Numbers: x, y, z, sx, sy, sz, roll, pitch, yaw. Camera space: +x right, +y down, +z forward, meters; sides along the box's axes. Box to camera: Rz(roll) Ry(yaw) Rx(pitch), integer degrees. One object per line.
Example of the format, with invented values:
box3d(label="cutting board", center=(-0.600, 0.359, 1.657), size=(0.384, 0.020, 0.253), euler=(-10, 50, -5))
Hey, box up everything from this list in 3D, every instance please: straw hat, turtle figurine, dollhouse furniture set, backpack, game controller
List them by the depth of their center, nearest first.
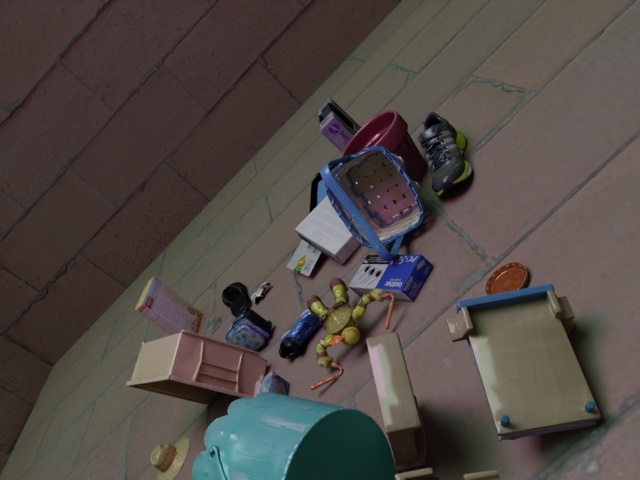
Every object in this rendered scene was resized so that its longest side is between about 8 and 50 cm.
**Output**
box3d(label="dollhouse furniture set", center=(0.245, 0.252, 0.781), size=(0.304, 0.198, 0.286), euler=(-13, 53, 5))
box3d(label="turtle figurine", center=(0.032, 0.181, 1.221), size=(0.269, 0.087, 0.217), euler=(-52, 27, 7))
box3d(label="straw hat", center=(-0.416, 0.577, 1.470), size=(0.144, 0.061, 0.144), euler=(-40, 23, 21))
box3d(label="backpack", center=(-0.208, 0.263, 1.550), size=(0.114, 0.105, 0.084), euler=(-41, 21, 30))
box3d(label="game controller", center=(0.038, -0.176, 1.879), size=(0.166, 0.067, 0.319), euler=(-39, 24, 22))

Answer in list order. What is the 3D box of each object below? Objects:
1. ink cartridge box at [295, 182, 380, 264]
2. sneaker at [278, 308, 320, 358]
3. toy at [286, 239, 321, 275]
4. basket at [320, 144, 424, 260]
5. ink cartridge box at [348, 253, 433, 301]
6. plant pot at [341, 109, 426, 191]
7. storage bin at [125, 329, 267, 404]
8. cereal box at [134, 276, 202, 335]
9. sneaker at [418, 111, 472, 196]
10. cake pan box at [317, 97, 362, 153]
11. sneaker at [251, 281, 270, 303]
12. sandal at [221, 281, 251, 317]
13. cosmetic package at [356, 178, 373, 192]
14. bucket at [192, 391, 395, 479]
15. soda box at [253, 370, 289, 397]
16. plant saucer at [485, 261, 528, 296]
box3d(label="ink cartridge box", center=(0.067, -0.064, 1.571), size=(0.232, 0.066, 0.189), euler=(-44, 45, -14))
box3d(label="sneaker", center=(-0.048, 0.234, 1.357), size=(0.152, 0.058, 0.084), euler=(-43, 16, 23))
box3d(label="toy", center=(0.000, 0.000, 1.666), size=(0.137, 0.056, 0.237), euler=(17, 72, 57))
box3d(label="basket", center=(0.121, -0.103, 1.314), size=(0.201, 0.254, 0.289), euler=(-31, 8, 31))
box3d(label="ink cartridge box", center=(0.155, 0.082, 1.255), size=(0.097, 0.046, 0.207), euler=(-57, 23, -19))
box3d(label="plant pot", center=(0.190, -0.230, 1.531), size=(0.201, 0.180, 0.201), euler=(-40, 23, 21))
box3d(label="storage bin", center=(-0.317, 0.340, 1.431), size=(0.262, 0.261, 0.123), euler=(-23, 50, 47))
box3d(label="cereal box", center=(-0.546, 0.258, 2.005), size=(0.047, 0.240, 0.173), euler=(-40, 23, 19))
box3d(label="sneaker", center=(0.298, -0.219, 1.390), size=(0.111, 0.121, 0.299), euler=(-36, 25, 28))
box3d(label="cake pan box", center=(0.099, -0.319, 1.738), size=(0.070, 0.267, 0.245), euler=(-44, 20, 17))
box3d(label="sneaker", center=(-0.187, 0.170, 1.776), size=(0.083, 0.032, 0.037), euler=(-50, 35, 9))
box3d(label="sandal", center=(-0.295, 0.191, 1.900), size=(0.097, 0.054, 0.254), euler=(-51, 22, -7))
box3d(label="cosmetic package", center=(0.120, -0.162, 1.675), size=(0.060, 0.041, 0.115), euler=(-28, 1, -19))
box3d(label="bucket", center=(-0.031, 0.368, 0.829), size=(0.183, 0.281, 0.281), euler=(-10, 43, 45))
box3d(label="soda box", center=(-0.118, 0.386, 1.236), size=(0.063, 0.058, 0.183), euler=(-38, 24, 23))
box3d(label="plant saucer", center=(0.331, 0.075, 0.980), size=(0.083, 0.013, 0.083), euler=(-39, 23, 20))
